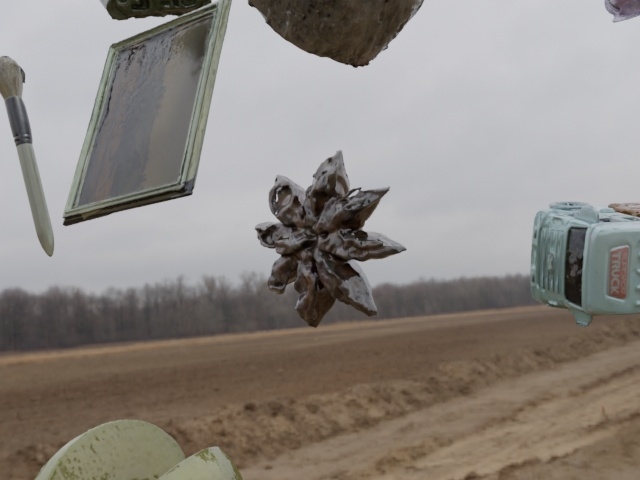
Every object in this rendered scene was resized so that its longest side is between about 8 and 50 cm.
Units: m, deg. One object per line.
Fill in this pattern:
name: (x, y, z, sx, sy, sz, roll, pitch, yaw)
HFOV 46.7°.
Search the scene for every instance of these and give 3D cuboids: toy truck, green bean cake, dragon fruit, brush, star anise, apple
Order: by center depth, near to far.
toy truck: (0.417, 0.022, 0.882, 0.305, 0.136, 0.162, -3, 9, -15)
apple: (-0.225, 0.367, 0.932, 0.292, 0.292, 0.254, -7, 3, 26)
dragon fruit: (0.065, -0.395, 1.015, 0.283, 0.204, 0.221, -52, 2, -37)
brush: (-0.407, -0.120, 1.034, 0.039, 0.299, 0.042, -21, -9, 21)
green bean cake: (-0.264, -0.442, 1.170, 0.181, 0.173, 0.094, -9, 36, -21)
star anise: (0.000, 0.002, 1.346, 0.331, 0.332, 0.117, -9, -3, 38)

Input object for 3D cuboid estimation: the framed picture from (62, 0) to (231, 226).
framed picture: (-0.194, -0.146, 0.818, 0.197, 0.252, 0.014, -10, -29, 32)

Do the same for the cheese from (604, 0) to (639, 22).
cheese: (0.405, -0.341, 0.905, 0.042, 0.191, 0.105, 39, -23, -28)
